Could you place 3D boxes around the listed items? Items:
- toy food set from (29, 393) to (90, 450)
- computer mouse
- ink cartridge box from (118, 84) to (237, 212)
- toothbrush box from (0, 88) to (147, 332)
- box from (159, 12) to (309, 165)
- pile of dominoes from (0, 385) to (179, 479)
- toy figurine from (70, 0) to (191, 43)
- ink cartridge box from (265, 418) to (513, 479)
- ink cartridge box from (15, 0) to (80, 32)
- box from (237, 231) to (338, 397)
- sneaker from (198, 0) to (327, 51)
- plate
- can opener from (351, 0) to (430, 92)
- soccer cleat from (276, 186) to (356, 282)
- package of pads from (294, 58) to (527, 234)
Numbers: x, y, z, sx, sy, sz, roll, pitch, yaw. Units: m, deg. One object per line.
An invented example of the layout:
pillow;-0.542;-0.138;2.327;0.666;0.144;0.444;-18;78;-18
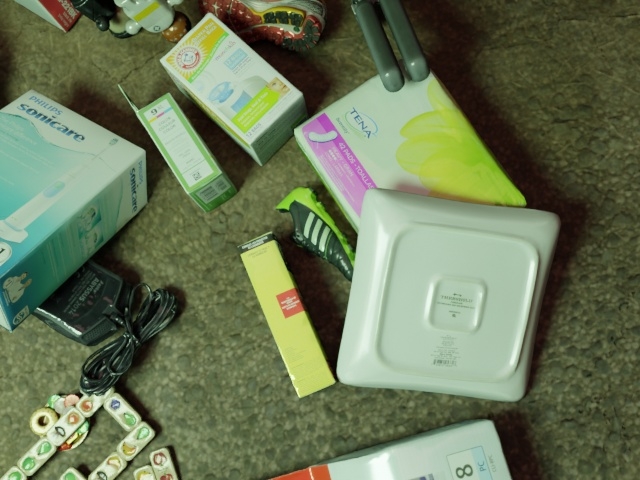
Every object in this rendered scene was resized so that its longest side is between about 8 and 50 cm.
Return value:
toy food set;-0.384;0.271;0.977;0.082;0.020;0.083;-42;78;-4
computer mouse;-0.371;0.093;0.985;0.272;0.072;0.188;36;67;5
ink cartridge box;-0.216;-0.153;1.004;0.062;0.109;0.209;-34;77;-3
toothbrush box;-0.423;-0.055;0.930;0.216;0.126;0.295;28;52;9
box;-0.131;-0.232;1.015;0.203;0.103;0.114;44;85;12
pile of dominoes;-0.338;0.354;0.933;0.196;0.040;0.251;44;85;4
toy figurine;-0.270;-0.415;1.015;0.210;0.148;0.212;18;86;28
ink cartridge box;0.084;0.431;0.845;0.385;0.091;0.308;-14;78;-7
ink cartridge box;-0.439;-0.524;1.097;0.197;0.114;0.272;33;83;11
box;-0.046;0.108;0.948;0.058;0.087;0.232;-23;76;0
sneaker;-0.094;-0.370;1.062;0.225;0.088;0.092;17;54;12
plate;0.177;0.083;0.884;0.278;0.045;0.277;8;99;-8
can opener;0.098;-0.322;0.982;0.076;0.095;0.283;-21;57;11
soccer cleat;0.000;0.000;0.985;0.072;0.060;0.178;-36;71;7
package of pads;0.131;-0.103;0.967;0.229;0.101;0.296;-34;78;-2
